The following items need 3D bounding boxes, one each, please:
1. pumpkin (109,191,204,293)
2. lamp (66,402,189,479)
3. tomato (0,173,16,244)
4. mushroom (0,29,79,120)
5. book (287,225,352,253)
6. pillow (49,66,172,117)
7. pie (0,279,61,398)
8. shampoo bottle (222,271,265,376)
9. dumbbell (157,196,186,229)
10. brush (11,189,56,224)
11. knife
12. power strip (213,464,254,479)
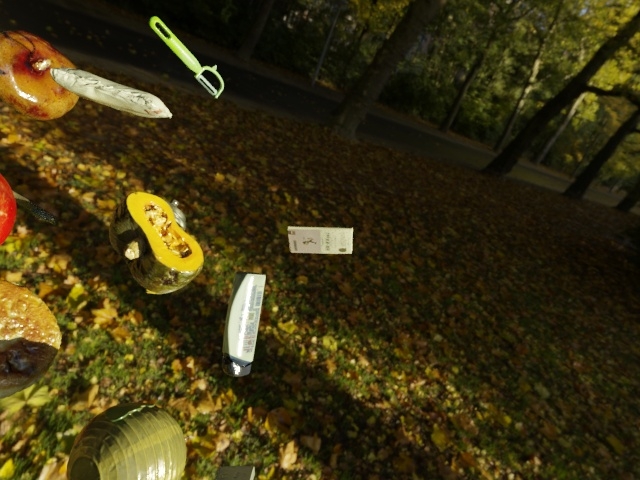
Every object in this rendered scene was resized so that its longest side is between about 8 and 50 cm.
[{"bbox_3d":[-0.506,0.011,1.335,0.317,0.139,0.222,55,33,7],"label":"pumpkin"},{"bbox_3d":[-0.412,0.484,1.016,0.250,0.250,0.284,34,12,25],"label":"lamp"},{"bbox_3d":[-0.936,-0.093,1.086,0.293,0.289,0.325,42,3,23],"label":"tomato"},{"bbox_3d":[-0.876,-0.484,1.359,0.268,0.255,0.266,11,70,-32],"label":"mushroom"},{"bbox_3d":[0.000,0.000,1.264,0.182,0.127,0.014,1,58,2],"label":"book"},{"bbox_3d":[-0.435,-0.307,0.942,0.230,0.050,0.128,17,3,-3],"label":"pillow"},{"bbox_3d":[-0.805,0.243,1.107,0.315,0.092,0.314,29,45,-34],"label":"pie"},{"bbox_3d":[-0.276,0.290,1.563,0.078,0.358,0.134,9,-1,37],"label":"shampoo bottle"},{"bbox_3d":[-0.614,-0.038,1.635,0.192,0.192,0.289,27,64,7],"label":"dumbbell"},{"bbox_3d":[-0.924,-0.104,1.422,0.191,0.034,0.027,30,29,6],"label":"brush"},{"bbox_3d":[-0.278,-0.397,0.960,0.015,0.054,0.212,36,-3,41],"label":"knife"},{"bbox_3d":[-0.144,0.403,0.698,0.060,0.027,0.252,1,-2,-2],"label":"power strip"}]
